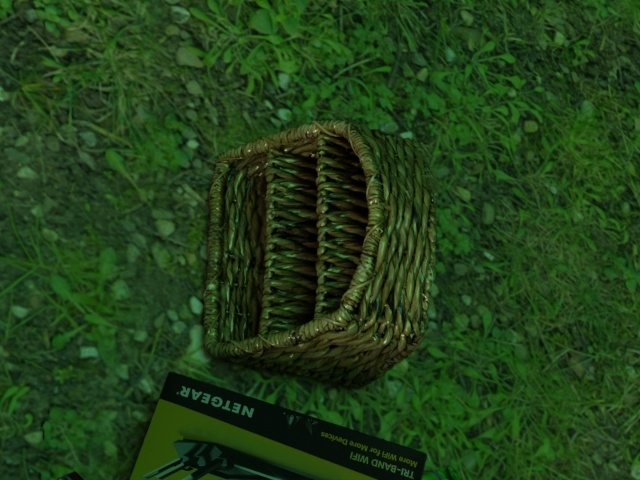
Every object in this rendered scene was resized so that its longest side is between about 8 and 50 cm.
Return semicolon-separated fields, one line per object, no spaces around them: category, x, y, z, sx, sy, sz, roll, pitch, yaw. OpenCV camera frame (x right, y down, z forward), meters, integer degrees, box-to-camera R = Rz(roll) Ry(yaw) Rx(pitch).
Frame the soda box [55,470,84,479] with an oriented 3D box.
soda box;-0.185;0.348;1.333;0.263;0.092;0.083;45;85;4

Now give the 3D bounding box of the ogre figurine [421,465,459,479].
ogre figurine;0.126;0.350;1.601;0.118;0.097;0.197;23;67;-31

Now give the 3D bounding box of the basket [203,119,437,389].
basket;0.000;0.000;1.638;0.223;0.213;0.299;16;58;-22

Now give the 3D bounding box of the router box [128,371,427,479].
router box;-0.061;0.305;1.479;0.309;0.081;0.243;17;56;-1
